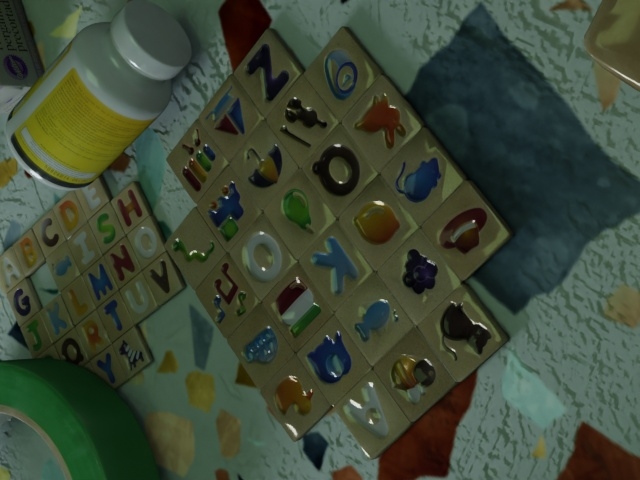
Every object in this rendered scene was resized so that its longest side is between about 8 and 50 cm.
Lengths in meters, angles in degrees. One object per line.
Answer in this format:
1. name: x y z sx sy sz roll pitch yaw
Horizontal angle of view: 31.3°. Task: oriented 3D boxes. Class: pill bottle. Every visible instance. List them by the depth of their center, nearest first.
1. pill bottle: -0.202 -0.134 1.052 0.184 0.103 0.103 -38 72 33

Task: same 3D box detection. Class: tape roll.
1. tape roll: -0.299 0.280 1.146 0.321 0.077 0.321 -1 88 32

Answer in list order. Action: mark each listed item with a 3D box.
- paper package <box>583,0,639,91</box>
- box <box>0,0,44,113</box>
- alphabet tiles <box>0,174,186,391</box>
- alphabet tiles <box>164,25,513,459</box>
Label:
1. paper package: 0.358 -0.150 0.590 0.325 0.168 0.309 37 113 29
2. box: -0.372 -0.290 1.191 0.067 0.063 0.324 -27 78 37
3. alphabet tiles: -0.232 0.051 1.151 0.237 0.009 0.198 -37 72 34
4. alphabet tiles: 0.000 0.000 0.971 0.285 0.011 0.342 -48 67 29
